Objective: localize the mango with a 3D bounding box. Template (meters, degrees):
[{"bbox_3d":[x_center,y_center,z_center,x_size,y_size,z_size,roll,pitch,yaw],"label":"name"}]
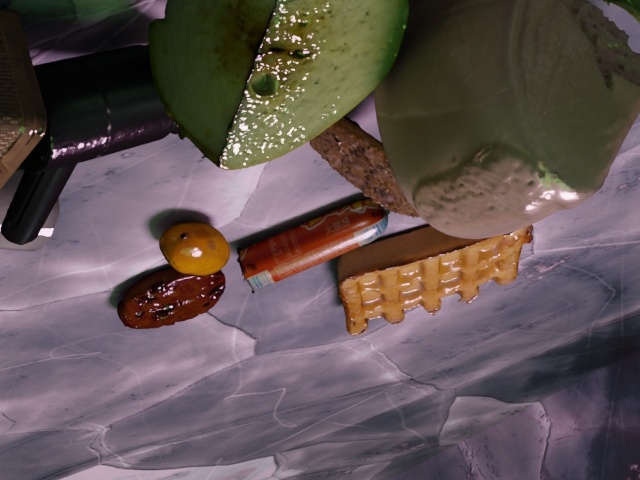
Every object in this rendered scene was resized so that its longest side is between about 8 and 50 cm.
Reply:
[{"bbox_3d":[-0.186,0.016,2.269,0.098,0.075,0.190,-5,165,8],"label":"mango"}]

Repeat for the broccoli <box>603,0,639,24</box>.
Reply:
[{"bbox_3d":[0.438,-0.295,1.739,0.269,0.269,0.254,-29,173,26],"label":"broccoli"}]

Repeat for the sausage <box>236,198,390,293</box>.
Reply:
[{"bbox_3d":[0.000,0.000,2.382,0.264,0.083,0.083,-23,159,7],"label":"sausage"}]

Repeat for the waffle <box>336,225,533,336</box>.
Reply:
[{"bbox_3d":[0.195,0.051,2.674,0.348,0.077,0.304,-17,158,-4],"label":"waffle"}]

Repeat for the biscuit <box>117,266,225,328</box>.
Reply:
[{"bbox_3d":[-0.240,0.094,2.458,0.192,0.049,0.192,-19,163,-6],"label":"biscuit"}]

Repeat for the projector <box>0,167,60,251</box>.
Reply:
[{"bbox_3d":[-0.477,-0.050,1.815,0.337,0.108,0.108,6,149,-47],"label":"projector"}]

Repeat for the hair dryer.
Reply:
[{"bbox_3d":[-0.269,-0.103,1.749,0.244,0.116,0.302,-16,157,-39],"label":"hair dryer"}]

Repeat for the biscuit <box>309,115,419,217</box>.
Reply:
[{"bbox_3d":[0.061,-0.103,2.020,0.033,0.220,0.220,-52,163,-12],"label":"biscuit"}]

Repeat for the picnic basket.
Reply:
[{"bbox_3d":[-0.413,-0.127,1.589,0.139,0.165,0.266,0,152,-39],"label":"picnic basket"}]

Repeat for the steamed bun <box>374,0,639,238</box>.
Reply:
[{"bbox_3d":[0.189,-0.163,1.701,0.272,0.273,0.290,38,142,-14],"label":"steamed bun"}]

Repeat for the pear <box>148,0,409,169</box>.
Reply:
[{"bbox_3d":[-0.033,-0.237,1.631,0.292,0.159,0.292,-27,145,-21],"label":"pear"}]
